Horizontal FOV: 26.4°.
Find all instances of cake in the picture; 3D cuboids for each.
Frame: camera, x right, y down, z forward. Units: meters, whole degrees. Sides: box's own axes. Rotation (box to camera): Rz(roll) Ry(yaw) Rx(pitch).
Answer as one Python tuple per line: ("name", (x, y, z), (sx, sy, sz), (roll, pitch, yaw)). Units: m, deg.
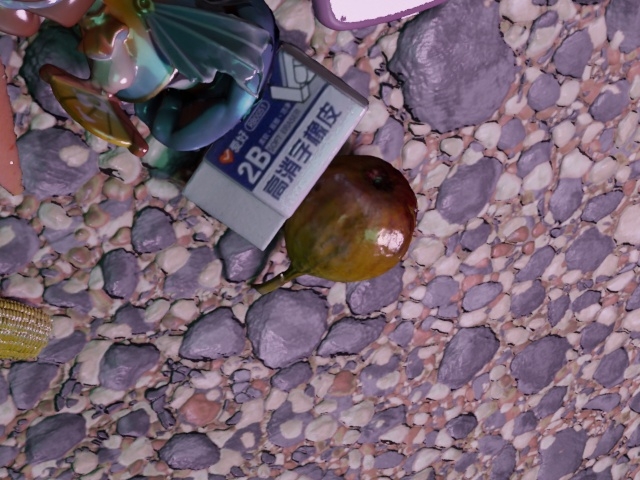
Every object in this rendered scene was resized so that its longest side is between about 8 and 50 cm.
("cake", (-0.357, -0.119, 1.312), (0.090, 0.109, 0.225), (-46, 161, -27))

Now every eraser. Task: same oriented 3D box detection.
("eraser", (-0.053, -0.107, 1.567), (0.124, 0.068, 0.210), (35, 105, -7))

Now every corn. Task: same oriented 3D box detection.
("corn", (-0.390, 0.100, 1.557), (0.165, 0.063, 0.085), (13, 107, -42))

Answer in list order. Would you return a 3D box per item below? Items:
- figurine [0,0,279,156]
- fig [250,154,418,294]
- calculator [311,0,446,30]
("figurine", (-0.206, -0.249, 1.267), (0.248, 0.276, 0.388), (-28, 140, 29))
("fig", (0.000, 0.000, 1.689), (0.159, 0.159, 0.257), (16, 138, -41))
("calculator", (0.108, -0.332, 1.496), (0.294, 0.043, 0.194), (-24, 139, -15))
